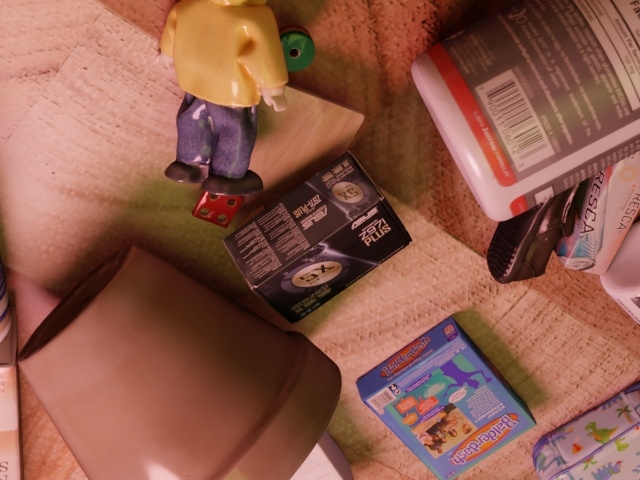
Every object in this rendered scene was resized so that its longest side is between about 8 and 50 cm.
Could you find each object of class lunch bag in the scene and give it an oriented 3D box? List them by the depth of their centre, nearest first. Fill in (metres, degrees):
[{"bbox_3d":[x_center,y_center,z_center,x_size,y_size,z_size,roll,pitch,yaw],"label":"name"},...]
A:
[{"bbox_3d":[0.424,0.316,1.756,0.219,0.090,0.176,-36,121,10],"label":"lunch bag"}]

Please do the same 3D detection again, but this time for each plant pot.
[{"bbox_3d":[-0.186,0.169,1.430,0.323,0.323,0.280,-41,105,14],"label":"plant pot"}]

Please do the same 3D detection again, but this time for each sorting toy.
[{"bbox_3d":[-0.044,-0.113,1.411,0.132,0.046,0.274,18,119,-22],"label":"sorting toy"}]

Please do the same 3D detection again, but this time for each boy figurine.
[{"bbox_3d":[-0.104,-0.196,1.302,0.092,0.177,0.285,-11,114,-53],"label":"boy figurine"}]

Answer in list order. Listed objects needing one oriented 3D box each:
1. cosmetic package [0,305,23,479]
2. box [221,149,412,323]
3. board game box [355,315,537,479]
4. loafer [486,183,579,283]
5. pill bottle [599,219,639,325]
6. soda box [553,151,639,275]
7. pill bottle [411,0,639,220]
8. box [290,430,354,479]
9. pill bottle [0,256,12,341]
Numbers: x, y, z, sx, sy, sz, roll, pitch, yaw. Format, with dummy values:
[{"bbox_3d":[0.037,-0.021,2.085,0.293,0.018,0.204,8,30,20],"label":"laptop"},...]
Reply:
[{"bbox_3d":[-0.438,0.236,1.495,0.153,0.129,0.296,-3,122,-12],"label":"cosmetic package"},{"bbox_3d":[0.000,0.000,1.429,0.180,0.077,0.147,-35,154,3],"label":"box"},{"bbox_3d":[0.171,0.220,1.666,0.160,0.047,0.210,-35,121,10],"label":"board game box"},{"bbox_3d":[0.278,-0.043,1.518,0.078,0.080,0.220,6,125,-27],"label":"loafer"},{"bbox_3d":[0.480,0.087,1.601,0.130,0.130,0.246,-41,120,14],"label":"pill bottle"},{"bbox_3d":[0.356,-0.049,1.534,0.063,0.058,0.183,12,117,-19],"label":"soda box"},{"bbox_3d":[0.301,-0.189,1.345,0.363,0.210,0.210,-28,123,5],"label":"pill bottle"},{"bbox_3d":[-0.044,0.302,1.645,0.130,0.091,0.170,-27,123,6],"label":"box"},{"bbox_3d":[-0.429,-0.005,1.334,0.153,0.153,0.264,-7,122,-8],"label":"pill bottle"}]
